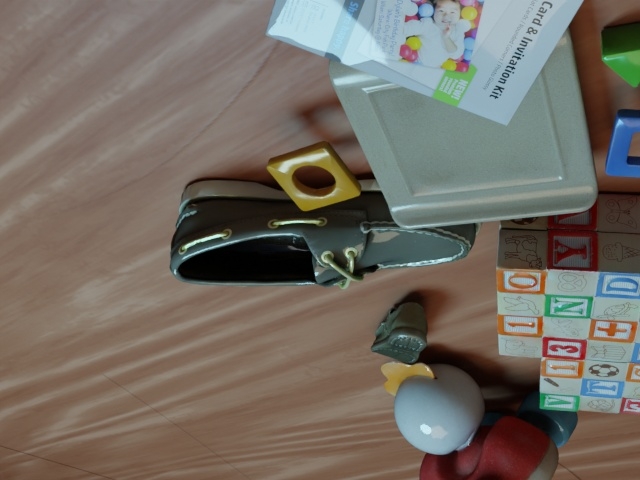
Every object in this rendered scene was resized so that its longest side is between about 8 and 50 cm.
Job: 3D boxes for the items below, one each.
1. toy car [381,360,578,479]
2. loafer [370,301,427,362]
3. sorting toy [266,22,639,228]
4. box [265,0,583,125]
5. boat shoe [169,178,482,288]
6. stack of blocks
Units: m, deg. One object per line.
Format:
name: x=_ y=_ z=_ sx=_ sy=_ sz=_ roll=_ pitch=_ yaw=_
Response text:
toy car: x=0.159 y=0.241 z=1.161 sx=0.238 sy=0.219 sz=0.210 roll=46 pitch=144 yaw=0
loafer: x=0.097 y=0.108 z=1.062 sx=0.056 sy=0.050 sz=0.148 roll=19 pitch=163 yaw=-6
sorting toy: x=0.119 y=-0.095 z=0.738 sx=0.348 sy=0.047 sz=0.196 roll=-6 pitch=138 yaw=20
box: x=0.071 y=-0.169 z=0.608 sx=0.186 sy=0.038 sz=0.145 roll=20 pitch=137 yaw=-5
boat shoe: x=0.001 y=0.003 z=0.883 sx=0.305 sy=0.091 sz=0.109 roll=2 pitch=147 yaw=15
stack of blocks: x=0.267 y=0.073 z=0.916 sx=0.171 sy=0.087 sz=0.297 roll=2 pitch=147 yaw=14
